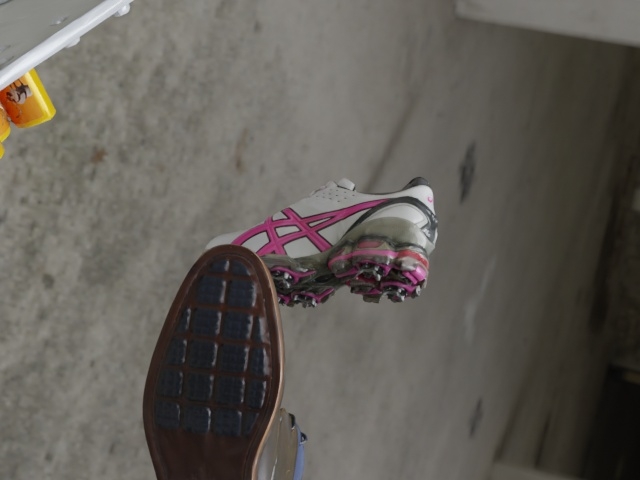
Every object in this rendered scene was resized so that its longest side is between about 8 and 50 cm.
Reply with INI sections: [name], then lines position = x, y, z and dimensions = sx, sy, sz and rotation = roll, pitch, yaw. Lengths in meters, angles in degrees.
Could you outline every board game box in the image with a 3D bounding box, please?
[board game box]
position = -0.229, -0.171, 0.986
dimensions = 0.390, 0.390, 0.050
rotation = -43, 122, -36

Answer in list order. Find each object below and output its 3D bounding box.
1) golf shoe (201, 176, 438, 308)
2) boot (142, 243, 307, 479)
[golf shoe]
position = 0.000, 0.000, 0.925
dimensions = 0.067, 0.186, 0.086
rotation = 47, 49, -46
[boot]
position = -0.053, 0.109, 0.776
dimensions = 0.106, 0.082, 0.219
rotation = -11, 107, -80
